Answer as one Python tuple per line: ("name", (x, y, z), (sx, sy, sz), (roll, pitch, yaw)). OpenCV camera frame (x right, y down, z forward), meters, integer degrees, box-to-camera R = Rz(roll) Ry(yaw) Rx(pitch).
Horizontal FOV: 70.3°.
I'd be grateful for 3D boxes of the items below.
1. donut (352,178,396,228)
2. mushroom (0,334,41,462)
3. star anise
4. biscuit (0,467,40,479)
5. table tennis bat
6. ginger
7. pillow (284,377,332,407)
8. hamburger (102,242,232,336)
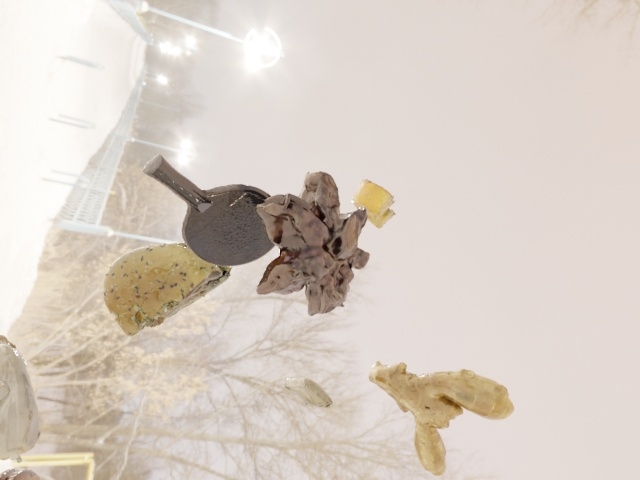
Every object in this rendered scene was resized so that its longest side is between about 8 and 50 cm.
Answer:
("donut", (0.181, -0.137, 1.610), (0.101, 0.152, 0.259), (-49, 163, 0))
("mushroom", (-0.597, 0.291, 0.864), (0.096, 0.099, 0.278), (-51, -127, 20))
("star anise", (0.002, -0.006, 0.655), (0.098, 0.214, 0.220), (-11, -120, 37))
("biscuit", (-0.697, 0.637, 1.040), (0.220, 0.066, 0.221), (172, -90, -76))
("table tennis bat", (-0.149, -0.038, 0.651), (0.150, 0.236, 0.027), (-36, -137, 12))
("ginger", (0.307, 0.437, 1.288), (0.348, 0.122, 0.363), (45, -51, 21))
("pillow", (-0.041, 0.477, 1.433), (0.053, 0.119, 0.208), (-44, -175, -28))
("hamburger", (-0.378, 0.091, 1.089), (0.287, 0.192, 0.168), (-35, -176, 6))
